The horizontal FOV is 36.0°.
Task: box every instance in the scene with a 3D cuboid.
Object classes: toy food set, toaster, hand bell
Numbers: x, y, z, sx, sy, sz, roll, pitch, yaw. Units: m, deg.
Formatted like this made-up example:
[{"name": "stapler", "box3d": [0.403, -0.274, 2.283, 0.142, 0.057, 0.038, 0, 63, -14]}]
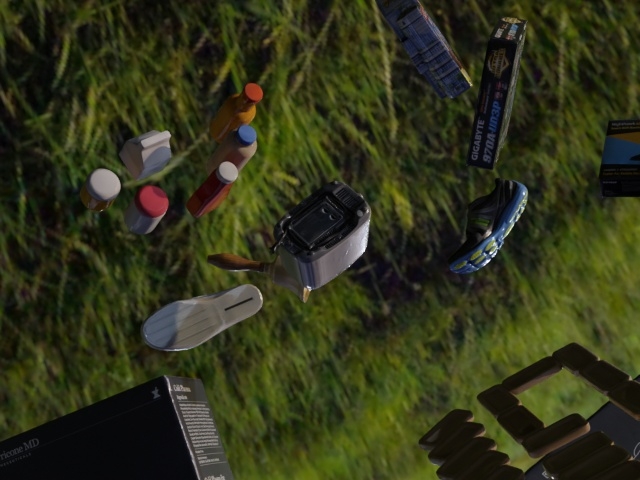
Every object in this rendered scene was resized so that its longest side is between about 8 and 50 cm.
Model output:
[{"name": "toy food set", "box3d": [-0.155, -0.092, 1.138, 0.232, 0.111, 0.104, -27, 171, -34]}, {"name": "toaster", "box3d": [0.000, 0.000, 1.965, 0.227, 0.129, 0.146, -39, 152, -19]}, {"name": "hand bell", "box3d": [-0.141, 0.060, 2.262, 0.242, 0.126, 0.126, 10, 166, 8]}]

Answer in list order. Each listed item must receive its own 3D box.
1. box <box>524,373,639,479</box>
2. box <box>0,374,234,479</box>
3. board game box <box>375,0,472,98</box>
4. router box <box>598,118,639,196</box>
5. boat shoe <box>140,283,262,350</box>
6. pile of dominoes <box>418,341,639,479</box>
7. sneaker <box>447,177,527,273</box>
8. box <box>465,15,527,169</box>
[{"name": "box", "box3d": [0.508, 0.443, 1.576, 0.395, 0.293, 0.212, -30, 144, -30]}, {"name": "box", "box3d": [-0.319, 0.422, 1.575, 0.343, 0.313, 0.179, -22, 167, 7]}, {"name": "board game box", "box3d": [0.159, -0.317, 1.553, 0.060, 0.194, 0.194, -35, -172, 14]}, {"name": "router box", "box3d": [0.523, -0.127, 1.498, 0.178, 0.133, 0.046, 1, 140, 25]}, {"name": "boat shoe", "box3d": [-0.208, 0.138, 1.697, 0.226, 0.083, 0.076, -14, 175, -29]}, {"name": "pile of dominoes", "box3d": [0.201, 0.184, 0.863, 0.196, 0.040, 0.251, -27, -166, -5]}, {"name": "sneaker", "box3d": [0.268, -0.024, 1.629, 0.188, 0.078, 0.067, -53, 152, -10]}, {"name": "box", "box3d": [0.297, -0.249, 1.652, 0.175, 0.051, 0.220, -56, 155, -61]}]
